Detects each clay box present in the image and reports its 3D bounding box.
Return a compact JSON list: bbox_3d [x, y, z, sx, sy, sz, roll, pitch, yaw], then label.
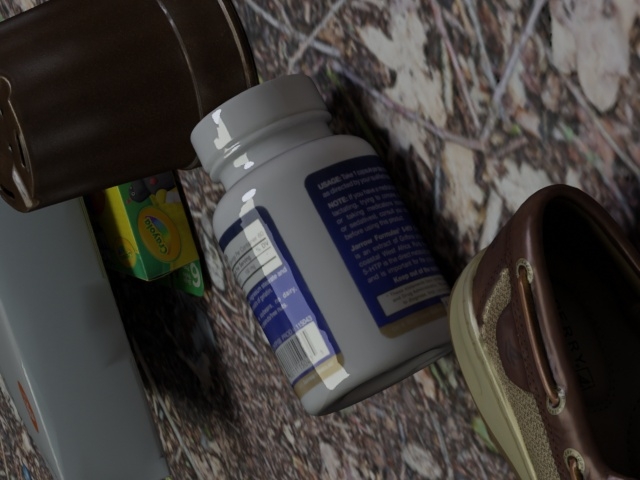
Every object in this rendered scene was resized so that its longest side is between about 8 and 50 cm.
[{"bbox_3d":[-0.164,-0.057,1.472,0.127,0.053,0.222,12,120,63],"label":"clay box"}]

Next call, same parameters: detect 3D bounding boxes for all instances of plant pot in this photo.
[{"bbox_3d":[-0.153,-0.105,1.271,0.167,0.165,0.167,45,147,40],"label":"plant pot"}]

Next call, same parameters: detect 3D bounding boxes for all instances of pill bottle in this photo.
[{"bbox_3d":[0.000,0.000,1.111,0.187,0.112,0.112,63,156,11],"label":"pill bottle"}]

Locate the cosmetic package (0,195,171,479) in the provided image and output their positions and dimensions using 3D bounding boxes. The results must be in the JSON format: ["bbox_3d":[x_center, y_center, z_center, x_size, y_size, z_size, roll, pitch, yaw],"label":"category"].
[{"bbox_3d":[-0.250,0.038,1.606,0.377,0.097,0.284,-148,38,-69],"label":"cosmetic package"}]

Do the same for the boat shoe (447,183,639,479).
[{"bbox_3d":[0.173,0.126,0.861,0.342,0.123,0.123,65,158,20],"label":"boat shoe"}]
